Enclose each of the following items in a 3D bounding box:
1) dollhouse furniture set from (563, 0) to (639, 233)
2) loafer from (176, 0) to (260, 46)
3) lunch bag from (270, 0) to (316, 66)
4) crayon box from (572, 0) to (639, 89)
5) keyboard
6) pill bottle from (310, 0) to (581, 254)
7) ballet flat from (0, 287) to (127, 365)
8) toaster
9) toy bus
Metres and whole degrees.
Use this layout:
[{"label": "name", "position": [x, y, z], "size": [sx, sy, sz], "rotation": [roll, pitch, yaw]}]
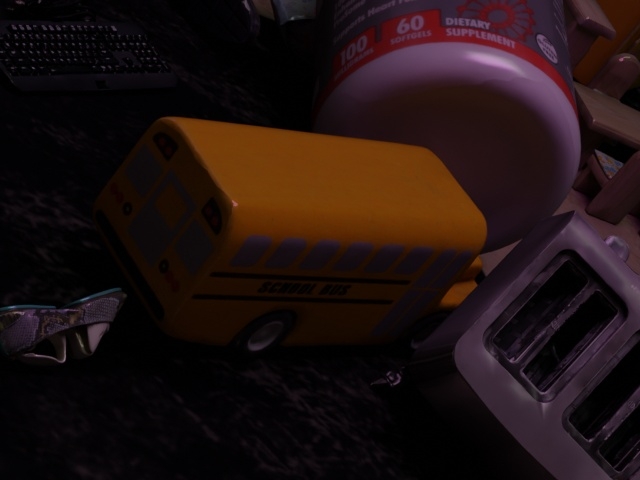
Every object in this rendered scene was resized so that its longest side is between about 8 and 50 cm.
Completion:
[{"label": "dollhouse furniture set", "position": [0.284, -0.149, 1.785], "size": [0.242, 0.161, 0.212], "rotation": [20, 31, -32]}, {"label": "loafer", "position": [-0.098, -0.231, 1.553], "size": [0.061, 0.062, 0.170], "rotation": [7, 41, -54]}, {"label": "lunch bag", "position": [-0.013, -0.198, 1.614], "size": [0.083, 0.053, 0.071], "rotation": [29, 28, -39]}, {"label": "crayon box", "position": [0.392, -0.272, 2.070], "size": [0.081, 0.202, 0.318], "rotation": [45, 26, 14]}, {"label": "keyboard", "position": [-0.186, -0.157, 1.349], "size": [0.100, 0.038, 0.192], "rotation": [48, 27, 19]}, {"label": "pill bottle", "position": [0.099, -0.176, 1.486], "size": [0.210, 0.210, 0.363], "rotation": [27, 38, -22]}, {"label": "ballet flat", "position": [-0.154, 0.054, 1.062], "size": [0.041, 0.041, 0.114], "rotation": [49, 28, 20]}, {"label": "toaster", "position": [0.166, 0.092, 1.237], "size": [0.168, 0.186, 0.110], "rotation": [46, -16, -2]}, {"label": "toy bus", "position": [0.000, 0.000, 1.227], "size": [0.333, 0.130, 0.108], "rotation": [3, 43, -49]}]
